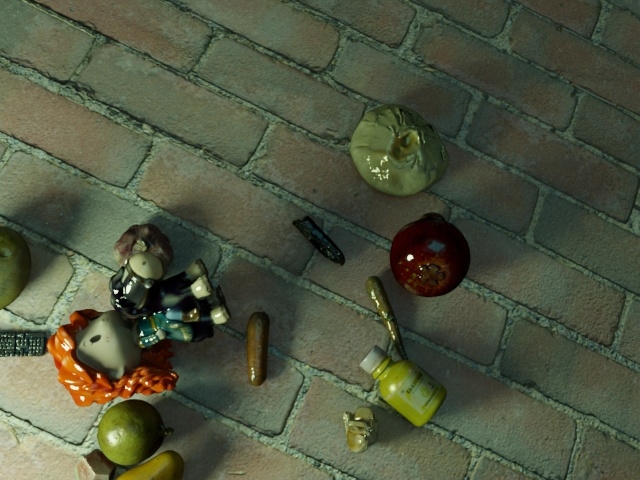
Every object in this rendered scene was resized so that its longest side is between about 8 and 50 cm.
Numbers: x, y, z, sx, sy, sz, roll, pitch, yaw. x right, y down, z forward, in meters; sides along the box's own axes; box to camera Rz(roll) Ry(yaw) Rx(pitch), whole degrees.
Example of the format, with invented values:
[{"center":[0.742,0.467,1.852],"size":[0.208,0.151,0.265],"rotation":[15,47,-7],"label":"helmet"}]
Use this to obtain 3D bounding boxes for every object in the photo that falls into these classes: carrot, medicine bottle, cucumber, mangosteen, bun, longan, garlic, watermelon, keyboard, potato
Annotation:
[{"center":[0.180,0.210,1.769],"size":[0.049,0.049,0.255],"rotation":[-20,80,-17],"label":"carrot"},{"center":[0.199,0.352,1.674],"size":[0.212,0.122,0.122],"rotation":[39,68,4],"label":"medicine bottle"},{"center":[0.000,0.000,1.803],"size":[0.181,0.053,0.053],"rotation":[46,68,4],"label":"cucumber"},{"center":[0.292,0.028,1.784],"size":[0.215,0.215,0.258],"rotation":[23,33,-3],"label":"mangosteen"},{"center":[0.226,-0.267,1.893],"size":[0.287,0.146,0.288],"rotation":[3,68,-9],"label":"bun"},{"center":[-0.411,0.428,1.499],"size":[0.176,0.155,0.145],"rotation":[2,101,5],"label":"longan"},{"center":[-0.439,0.031,1.670],"size":[0.147,0.102,0.159],"rotation":[6,65,-17],"label":"garlic"},{"center":[-0.158,0.269,1.668],"size":[0.060,0.060,0.186],"rotation":[5,73,-10],"label":"carrot"},{"center":[-0.509,0.520,1.500],"size":[0.084,0.072,0.092],"rotation":[28,71,18],"label":"watermelon"},{"center":[-0.750,0.244,1.578],"size":[0.195,0.018,0.060],"rotation":[1,73,-11],"label":"keyboard"},{"center":[0.106,0.463,1.640],"size":[0.074,0.094,0.113],"rotation":[29,63,-35],"label":"garlic"},{"center":[-0.782,0.075,1.564],"size":[0.235,0.160,0.178],"rotation":[-41,58,-8],"label":"potato"}]

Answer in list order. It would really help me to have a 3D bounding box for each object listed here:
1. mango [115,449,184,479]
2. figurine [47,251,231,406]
[{"center":[-0.383,0.545,1.494],"size":[0.178,0.115,0.090],"rotation":[-28,36,-23],"label":"mango"},{"center":[-0.400,0.196,1.501],"size":[0.306,0.412,0.241],"rotation":[23,27,-46],"label":"figurine"}]
